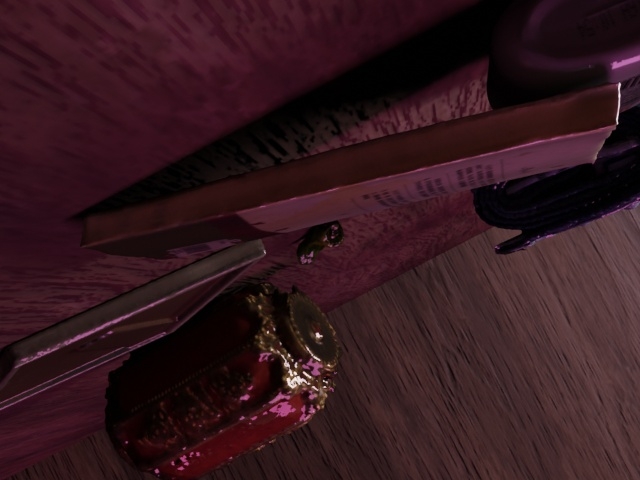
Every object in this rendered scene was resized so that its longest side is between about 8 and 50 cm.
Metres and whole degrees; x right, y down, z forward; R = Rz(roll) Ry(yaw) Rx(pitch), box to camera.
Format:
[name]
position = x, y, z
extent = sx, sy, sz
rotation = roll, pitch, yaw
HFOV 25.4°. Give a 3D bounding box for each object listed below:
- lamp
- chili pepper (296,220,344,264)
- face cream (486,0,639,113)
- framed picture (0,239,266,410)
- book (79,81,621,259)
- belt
[lamp]
position = -0.111, 0.161, 1.588
extent = 0.274, 0.177, 0.177
rotation = -29, 174, 19
[chili pepper]
position = 0.000, -0.001, 1.377
extent = 0.030, 0.034, 0.091
rotation = 10, 162, -17
[face cream]
position = 0.168, -0.113, 0.850
extent = 0.144, 0.071, 0.291
rotation = -22, 174, 6
[framed picture]
position = -0.197, 0.089, 1.281
extent = 0.241, 0.020, 0.324
rotation = -25, 175, -24
[book]
position = 0.024, -0.031, 0.816
extent = 0.290, 0.026, 0.201
rotation = -13, 175, 6
[belt]
position = 0.255, -0.081, 1.348
extent = 0.218, 0.122, 0.128
rotation = -23, -179, 42
